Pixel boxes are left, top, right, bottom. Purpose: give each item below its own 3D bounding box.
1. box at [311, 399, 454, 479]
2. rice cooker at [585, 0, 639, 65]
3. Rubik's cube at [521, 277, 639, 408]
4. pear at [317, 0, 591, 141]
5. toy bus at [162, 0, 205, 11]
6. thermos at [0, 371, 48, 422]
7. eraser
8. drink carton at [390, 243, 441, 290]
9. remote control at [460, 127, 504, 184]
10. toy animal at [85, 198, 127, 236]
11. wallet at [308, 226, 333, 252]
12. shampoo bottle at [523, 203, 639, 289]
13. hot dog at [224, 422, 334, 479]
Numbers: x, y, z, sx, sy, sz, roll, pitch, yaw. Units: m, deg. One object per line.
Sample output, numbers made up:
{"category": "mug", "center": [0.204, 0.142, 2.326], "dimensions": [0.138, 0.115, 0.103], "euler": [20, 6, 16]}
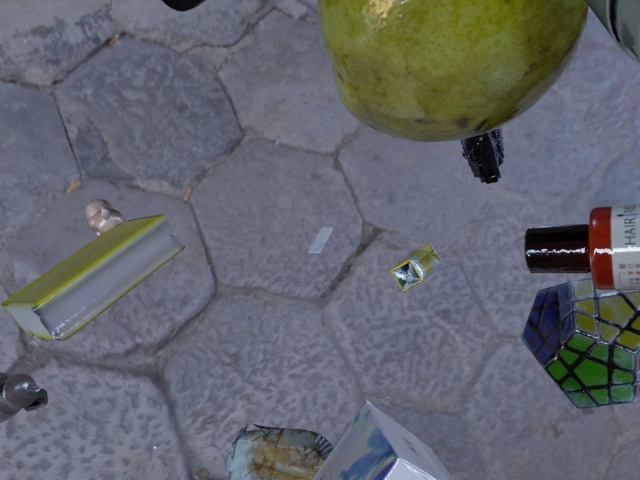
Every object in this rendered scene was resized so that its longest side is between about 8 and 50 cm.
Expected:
{"category": "box", "center": [0.030, 0.342, 0.664], "dimensions": [0.116, 0.203, 0.274], "euler": [36, 88, -3]}
{"category": "rice cooker", "center": [0.241, -0.211, 0.329], "dimensions": [0.226, 0.226, 0.244], "euler": [-3, 58, -16]}
{"category": "Rubik's cube", "center": [0.609, 0.216, 1.330], "dimensions": [0.264, 0.319, 0.318], "euler": [20, 68, -11]}
{"category": "pear", "center": [0.138, -0.264, 0.647], "dimensions": [0.304, 0.304, 0.303], "euler": [5, 71, -14]}
{"category": "toy bus", "center": [-0.336, -0.635, 1.252], "dimensions": [0.302, 0.128, 0.147], "euler": [48, 43, -43]}
{"category": "thermos", "center": [-0.623, 0.313, 1.206], "dimensions": [0.137, 0.193, 0.105], "euler": [33, 48, -43]}
{"category": "eraser", "center": [-0.318, 0.049, 0.859], "dimensions": [0.226, 0.158, 0.069], "euler": [-42, 112, -36]}
{"category": "drink carton", "center": [0.254, 0.058, 1.534], "dimensions": [0.074, 0.084, 0.200], "euler": [55, 33, 2]}
{"category": "remote control", "center": [0.296, -0.232, 1.127], "dimensions": [0.144, 0.062, 0.398], "euler": [64, 25, -22]}
{"category": "toy animal", "center": [-0.520, -0.056, 1.461], "dimensions": [0.150, 0.089, 0.083], "euler": [29, 21, 38]}
{"category": "wallet", "center": [0.000, 0.000, 1.558], "dimensions": [0.011, 0.044, 0.083], "euler": [49, 55, -31]}
{"category": "shampoo bottle", "center": [0.388, 0.008, 0.721], "dimensions": [0.278, 0.104, 0.104], "euler": [-3, 66, 29]}
{"category": "hot dog", "center": [-0.090, 0.492, 1.326], "dimensions": [0.271, 0.082, 0.162], "euler": [-2, 65, 25]}
